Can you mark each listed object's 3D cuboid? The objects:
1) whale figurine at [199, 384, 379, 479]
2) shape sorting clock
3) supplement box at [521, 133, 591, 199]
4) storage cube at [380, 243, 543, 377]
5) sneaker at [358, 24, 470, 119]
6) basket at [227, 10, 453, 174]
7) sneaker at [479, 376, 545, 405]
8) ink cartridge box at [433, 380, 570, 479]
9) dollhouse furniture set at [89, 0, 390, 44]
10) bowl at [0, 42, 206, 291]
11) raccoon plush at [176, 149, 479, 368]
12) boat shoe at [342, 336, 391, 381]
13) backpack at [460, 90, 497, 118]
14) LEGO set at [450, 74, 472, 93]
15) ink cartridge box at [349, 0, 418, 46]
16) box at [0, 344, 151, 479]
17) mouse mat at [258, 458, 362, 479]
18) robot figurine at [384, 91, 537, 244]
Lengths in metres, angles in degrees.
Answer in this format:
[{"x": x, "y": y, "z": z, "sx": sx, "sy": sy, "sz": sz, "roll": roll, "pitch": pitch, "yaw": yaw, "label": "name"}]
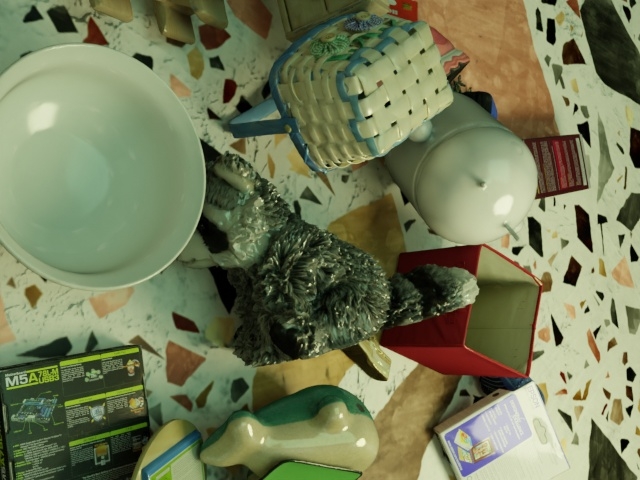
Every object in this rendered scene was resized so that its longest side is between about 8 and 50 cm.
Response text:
[{"x": -0.045, "y": 0.275, "z": 1.142, "sx": 0.272, "sy": 0.216, "sz": 0.141, "roll": 17, "pitch": 37, "yaw": -37, "label": "whale figurine"}, {"x": -0.199, "y": 0.337, "z": 1.029, "sx": 0.206, "sy": 0.040, "sz": 0.206, "roll": -2, "pitch": 90, "yaw": -72, "label": "shape sorting clock"}, {"x": 0.491, "y": -0.158, "z": 1.728, "sx": 0.239, "sy": 0.073, "sz": 0.130, "roll": -10, "pitch": 90, "yaw": -43, "label": "supplement box"}, {"x": 0.248, "y": 0.127, "z": 1.396, "sx": 0.215, "sy": 0.193, "sz": 0.184, "roll": 27, "pitch": 67, "yaw": -35, "label": "storage cube"}, {"x": 0.126, "y": -0.303, "z": 1.424, "sx": 0.313, "sy": 0.116, "sz": 0.136, "roll": -31, "pitch": 80, "yaw": -36, "label": "sneaker"}, {"x": 0.030, "y": -0.223, "z": 1.176, "sx": 0.254, "sy": 0.289, "sz": 0.201, "roll": -40, "pitch": 114, "yaw": -33, "label": "basket"}, {"x": 0.336, "y": 0.248, "z": 1.542, "sx": 0.081, "sy": 0.090, "sz": 0.232, "roll": -26, "pitch": 80, "yaw": -39, "label": "sneaker"}, {"x": 0.340, "y": 0.389, "z": 1.482, "sx": 0.208, "sy": 0.045, "sz": 0.206, "roll": -27, "pitch": 104, "yaw": -8, "label": "ink cartridge box"}, {"x": -0.077, "y": -0.455, "z": 1.091, "sx": 0.394, "sy": 0.362, "sz": 0.257, "roll": 2, "pitch": 72, "yaw": -61, "label": "dollhouse furniture set"}, {"x": -0.300, "y": -0.081, "z": 0.978, "sx": 0.297, "sy": 0.134, "sz": 0.298, "roll": 7, "pitch": 79, "yaw": -41, "label": "bowl"}, {"x": 0.000, "y": 0.000, "z": 1.178, "sx": 0.446, "sy": 0.216, "sz": 0.299, "roll": -13, "pitch": 89, "yaw": -37, "label": "raccoon plush"}, {"x": 0.077, "y": 0.185, "z": 1.337, "sx": 0.135, "sy": 0.050, "sz": 0.045, "roll": 53, "pitch": 50, "yaw": -36, "label": "boat shoe"}, {"x": 0.296, "y": -0.226, "z": 1.553, "sx": 0.101, "sy": 0.097, "sz": 0.120, "roll": 41, "pitch": 55, "yaw": -64, "label": "backpack"}, {"x": 0.278, "y": -0.301, "z": 1.597, "sx": 0.083, "sy": 0.023, "sz": 0.054, "roll": 34, "pitch": 65, "yaw": -48, "label": "LEGO set"}, {"x": 0.115, "y": -0.388, "z": 1.379, "sx": 0.145, "sy": 0.045, "sz": 0.179, "roll": 13, "pitch": 58, "yaw": -13, "label": "ink cartridge box"}, {"x": -0.306, "y": 0.235, "z": 0.992, "sx": 0.190, "sy": 0.045, "sz": 0.184, "roll": -7, "pitch": 87, "yaw": -42, "label": "box"}, {"x": -0.050, "y": 0.366, "z": 1.126, "sx": 0.152, "sy": 0.189, "sz": 0.007, "roll": 23, "pitch": 36, "yaw": -38, "label": "mouse mat"}, {"x": 0.231, "y": -0.122, "z": 1.324, "sx": 0.300, "sy": 0.353, "sz": 0.200, "roll": 37, "pitch": 104, "yaw": -28, "label": "robot figurine"}]
